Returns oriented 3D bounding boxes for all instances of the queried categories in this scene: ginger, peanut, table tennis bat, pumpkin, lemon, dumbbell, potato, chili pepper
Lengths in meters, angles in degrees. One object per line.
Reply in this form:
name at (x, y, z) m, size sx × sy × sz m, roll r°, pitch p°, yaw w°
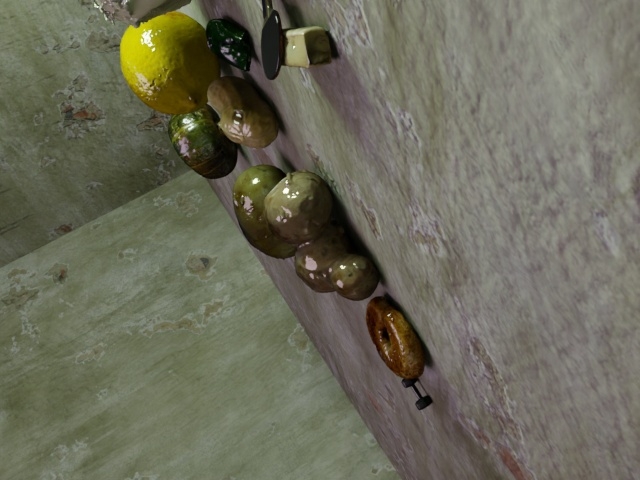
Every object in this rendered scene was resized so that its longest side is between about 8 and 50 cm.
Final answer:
ginger at (0.000, 0.000, 1.379) m, size 0.304 × 0.155 × 0.244 m, roll 53°, pitch 163°, yaw -4°
peanut at (-0.185, -0.297, 1.484) m, size 0.110 × 0.120 × 0.236 m, roll 8°, pitch -148°, yaw -52°
table tennis bat at (-0.079, -0.328, 1.011) m, size 0.095 × 0.014 × 0.158 m, roll 152°, pitch 114°, yaw -68°
pumpkin at (-0.360, -0.331, 2.076) m, size 0.260 × 0.189 × 0.260 m, roll 53°, pitch -167°, yaw -18°
lemon at (-0.381, -0.452, 1.656) m, size 0.267 × 0.267 × 0.267 m, roll 57°, pitch 169°, yaw 18°
dumbbell at (0.222, 0.351, 1.508) m, size 0.083 × 0.036 × 0.040 m, roll 58°, pitch 171°, yaw 15°
potato at (-0.127, -0.071, 1.665) m, size 0.210 × 0.173 × 0.307 m, roll 56°, pitch 171°, yaw 32°
chili pepper at (-0.199, -0.422, 1.390) m, size 0.224 × 0.061 × 0.098 m, roll -133°, pitch 24°, yaw -56°

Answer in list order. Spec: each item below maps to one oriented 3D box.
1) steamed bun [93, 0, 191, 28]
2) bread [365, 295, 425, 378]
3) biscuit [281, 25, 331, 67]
steamed bun at (-0.404, -0.606, 1.333) m, size 0.311 × 0.233 × 0.334 m, roll 61°, pitch 161°, yaw -9°
bread at (0.159, 0.205, 1.369) m, size 0.193 × 0.064 × 0.193 m, roll 58°, pitch 163°, yaw 28°
biscuit at (-0.036, -0.296, 0.990) m, size 0.188 × 0.052 × 0.056 m, roll -142°, pitch 41°, yaw -63°
